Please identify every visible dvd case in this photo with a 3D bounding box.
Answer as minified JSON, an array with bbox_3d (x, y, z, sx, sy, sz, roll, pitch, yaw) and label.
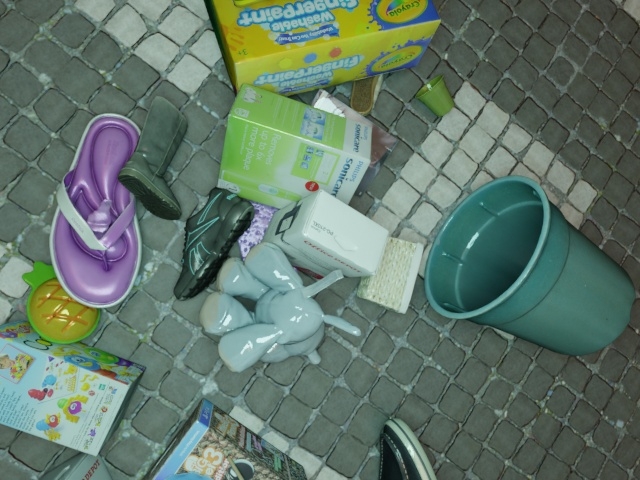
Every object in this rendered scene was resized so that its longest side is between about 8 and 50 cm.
[{"bbox_3d":[0.049,-0.228,0.992,0.221,0.018,0.165,32,102,-7],"label":"dvd case"}]

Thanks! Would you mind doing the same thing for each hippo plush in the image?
[{"bbox_3d":[-0.079,0.144,0.873,0.294,0.236,0.234,-18,67,3],"label":"hippo plush"}]

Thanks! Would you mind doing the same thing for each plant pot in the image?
[{"bbox_3d":[0.478,0.082,0.941,0.334,0.341,0.341,27,82,-15],"label":"plant pot"},{"bbox_3d":[0.296,-0.357,1.049,0.083,0.083,0.079,-47,107,-10],"label":"plant pot"}]

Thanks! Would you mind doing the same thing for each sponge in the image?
[{"bbox_3d":[-0.131,0.001,0.964,0.117,0.031,0.210,-13,89,-12],"label":"sponge"}]

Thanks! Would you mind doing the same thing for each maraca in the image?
[{"bbox_3d":[-0.526,0.121,0.847,0.127,0.099,0.186,-12,71,-49],"label":"maraca"}]

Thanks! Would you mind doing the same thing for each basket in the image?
[{"bbox_3d":[0.159,0.075,0.975,0.103,0.113,0.167,18,84,-5],"label":"basket"}]

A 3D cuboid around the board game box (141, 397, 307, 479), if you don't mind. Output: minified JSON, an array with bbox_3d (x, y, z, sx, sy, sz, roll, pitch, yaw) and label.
[{"bbox_3d":[-0.204,0.524,0.861,0.291,0.141,0.232,37,81,-7],"label":"board game box"}]

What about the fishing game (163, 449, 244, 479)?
[{"bbox_3d":[-0.247,0.527,0.760,0.264,0.041,0.189,-26,89,-11],"label":"fishing game"}]

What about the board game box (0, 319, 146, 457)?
[{"bbox_3d":[-0.518,0.280,0.815,0.275,0.142,0.144,25,83,-9],"label":"board game box"}]

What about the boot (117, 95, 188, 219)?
[{"bbox_3d":[-0.338,-0.173,0.905,0.076,0.190,0.209,-2,58,13],"label":"boot"}]

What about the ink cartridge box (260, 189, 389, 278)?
[{"bbox_3d":[0.000,0.000,0.862,0.172,0.237,0.100,29,71,-21],"label":"ink cartridge box"}]

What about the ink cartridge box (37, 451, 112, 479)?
[{"bbox_3d":[-0.449,0.573,0.780,0.117,0.201,0.278,-26,91,-11],"label":"ink cartridge box"}]

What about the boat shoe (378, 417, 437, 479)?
[{"bbox_3d":[0.171,0.649,0.908,0.155,0.187,0.501,-4,93,-17],"label":"boat shoe"}]

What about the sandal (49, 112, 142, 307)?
[{"bbox_3d":[-0.448,-0.076,0.836,0.169,0.102,0.417,2,76,-21],"label":"sandal"}]

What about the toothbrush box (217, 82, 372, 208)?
[{"bbox_3d":[-0.059,-0.174,0.886,0.283,0.206,0.122,15,49,-11],"label":"toothbrush box"}]

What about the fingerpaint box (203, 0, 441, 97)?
[{"bbox_3d":[-0.022,-0.540,0.918,0.444,0.163,0.371,-17,78,-11],"label":"fingerpaint box"}]

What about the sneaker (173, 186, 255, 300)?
[{"bbox_3d":[-0.248,0.009,0.902,0.106,0.101,0.267,36,97,9],"label":"sneaker"}]

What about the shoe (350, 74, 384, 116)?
[{"bbox_3d":[0.116,-0.399,1.028,0.076,0.058,0.219,14,80,11],"label":"shoe"}]
